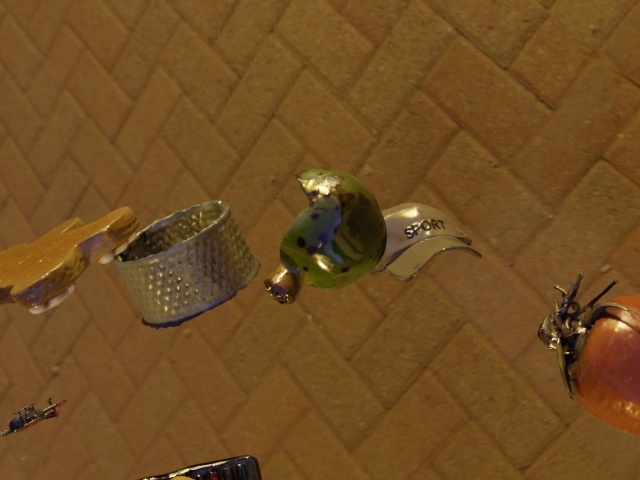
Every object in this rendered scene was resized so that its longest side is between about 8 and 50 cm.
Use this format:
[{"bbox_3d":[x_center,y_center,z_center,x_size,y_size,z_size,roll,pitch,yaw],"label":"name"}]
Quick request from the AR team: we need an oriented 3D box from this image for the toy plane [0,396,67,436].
[{"bbox_3d":[-0.592,0.366,1.749,0.037,0.145,0.060,50,141,18],"label":"toy plane"}]

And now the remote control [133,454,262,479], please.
[{"bbox_3d":[-0.290,0.466,1.410,0.062,0.398,0.145,165,94,-80],"label":"remote control"}]

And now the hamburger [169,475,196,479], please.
[{"bbox_3d":[-0.116,0.472,1.217,0.261,0.186,0.303,-48,55,27],"label":"hamburger"}]

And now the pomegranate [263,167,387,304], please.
[{"bbox_3d":[0.013,0.001,0.968,0.122,0.143,0.169,13,62,12],"label":"pomegranate"}]

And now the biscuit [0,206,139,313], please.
[{"bbox_3d":[-0.272,0.029,0.793,0.240,0.158,0.035,-9,114,46],"label":"biscuit"}]

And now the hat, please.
[{"bbox_3d":[0.137,-0.008,1.081,0.147,0.175,0.085,-18,96,-9],"label":"hat"}]

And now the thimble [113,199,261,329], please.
[{"bbox_3d":[-0.271,0.043,1.691,0.270,0.271,0.150,-10,113,35],"label":"thimble"}]

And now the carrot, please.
[{"bbox_3d":[0.465,0.180,1.204,0.331,0.214,0.193,20,84,28],"label":"carrot"}]
